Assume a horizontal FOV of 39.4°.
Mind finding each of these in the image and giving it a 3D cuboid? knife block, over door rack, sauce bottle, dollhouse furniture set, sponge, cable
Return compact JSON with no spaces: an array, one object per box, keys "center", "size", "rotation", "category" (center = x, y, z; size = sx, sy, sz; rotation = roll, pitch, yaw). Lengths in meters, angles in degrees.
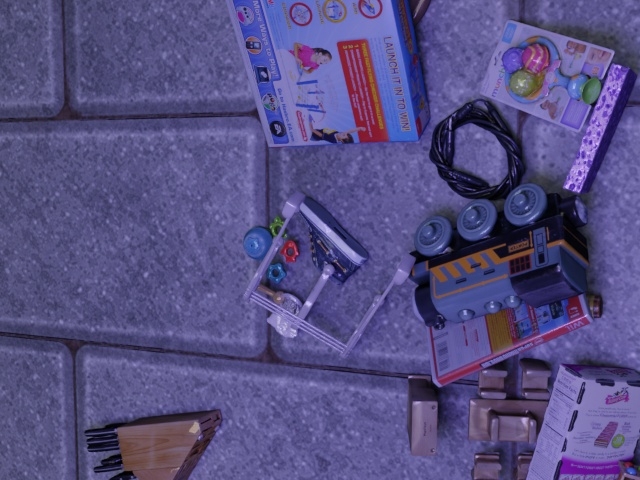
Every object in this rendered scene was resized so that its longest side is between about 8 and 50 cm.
[{"center":[-0.370,0.413,1.905],"size":[0.242,0.088,0.275],"rotation":[37,109,17],"category":"knife block"},{"center":[0.014,0.058,1.607],"size":[0.240,0.108,0.324],"rotation":[30,140,0],"category":"over door rack"},{"center":[0.418,0.112,1.540],"size":[0.128,0.042,0.042],"rotation":[0,95,27],"category":"sauce bottle"},{"center":[0.279,0.313,1.595],"size":[0.242,0.161,0.212],"rotation":[1,96,2],"category":"dollhouse furniture set"},{"center":[0.455,-0.178,1.451],"size":[0.031,0.117,0.210],"rotation":[24,104,22],"category":"sponge"},{"center":[0.275,-0.146,1.576],"size":[0.151,0.047,0.184],"rotation":[-33,82,24],"category":"cable"}]

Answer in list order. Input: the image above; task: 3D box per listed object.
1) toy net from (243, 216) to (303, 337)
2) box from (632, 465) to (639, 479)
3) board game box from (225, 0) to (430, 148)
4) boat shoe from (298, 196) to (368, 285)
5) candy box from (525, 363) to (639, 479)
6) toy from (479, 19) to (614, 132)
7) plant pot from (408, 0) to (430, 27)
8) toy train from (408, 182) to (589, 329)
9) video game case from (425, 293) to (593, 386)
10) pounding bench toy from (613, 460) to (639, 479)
[{"center":[-0.074,0.075,1.763],"size":[0.122,0.045,0.232],"rotation":[-22,87,23],"category":"toy net"},{"center":[0.633,0.357,1.455],"size":[0.183,0.056,0.231],"rotation":[24,105,20],"category":"box"},{"center":[0.016,-0.322,1.584],"size":[0.302,0.086,0.308],"rotation":[1,124,24],"category":"board game box"},{"center":[0.000,0.000,1.707],"size":[0.183,0.065,0.083],"rotation":[46,112,13],"category":"boat shoe"},{"center":[0.444,0.326,1.482],"size":[0.071,0.159,0.233],"rotation":[36,114,61],"category":"candy box"},{"center":[0.353,-0.279,1.470],"size":[0.237,0.056,0.136],"rotation":[34,109,45],"category":"toy"},{"center":[0.077,-0.470,1.603],"size":[0.237,0.110,0.237],"rotation":[3,97,25],"category":"plant pot"},{"center":[0.290,0.033,1.493],"size":[0.334,0.142,0.190],"rotation":[-20,51,33],"category":"toy train"},{"center":[0.308,0.114,1.524],"size":[0.285,0.204,0.025],"rotation":[-29,127,24],"category":"video game case"},{"center":[0.521,0.401,1.449],"size":[0.083,0.052,0.065],"rotation":[16,102,5],"category":"pounding bench toy"}]
